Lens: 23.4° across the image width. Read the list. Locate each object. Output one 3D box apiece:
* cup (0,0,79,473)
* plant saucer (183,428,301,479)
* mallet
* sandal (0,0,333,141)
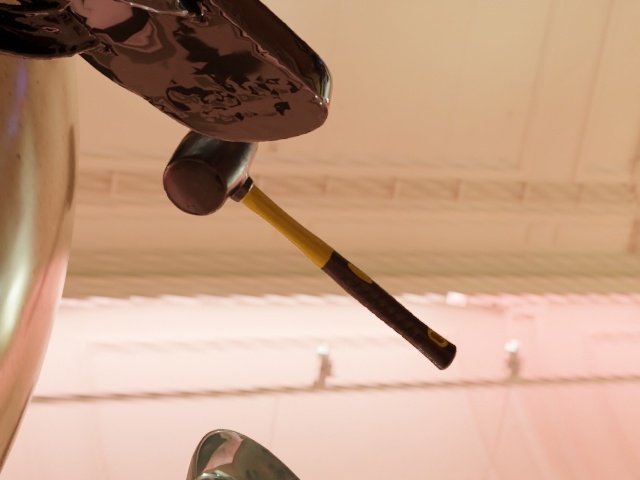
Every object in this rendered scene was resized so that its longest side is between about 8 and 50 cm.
[{"bbox_3d":[-0.225,0.008,0.547,0.331,0.331,0.237,-2,-137,-27],"label":"cup"},{"bbox_3d":[-0.022,0.303,1.293,0.317,0.044,0.317,52,-168,-16],"label":"plant saucer"},{"bbox_3d":[0.000,0.000,0.834,0.190,0.039,0.062,36,-145,-16],"label":"mallet"},{"bbox_3d":[-0.062,-0.062,0.364,0.067,0.040,0.179,-8,147,40],"label":"sandal"}]
